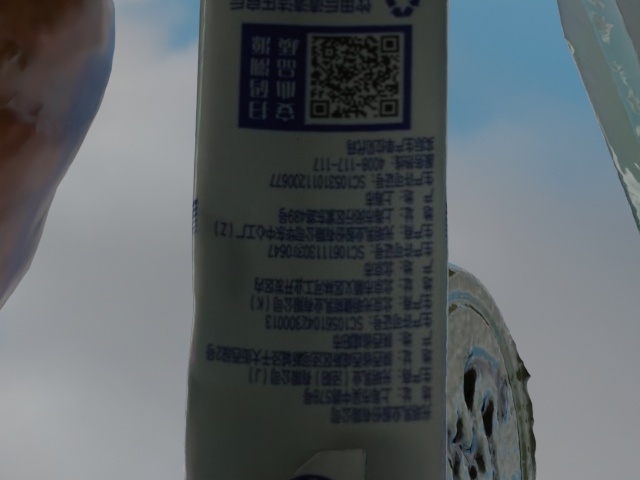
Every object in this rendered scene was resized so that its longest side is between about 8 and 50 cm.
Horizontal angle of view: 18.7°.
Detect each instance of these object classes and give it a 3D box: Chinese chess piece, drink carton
[{"bbox_3d":[0.046,0.131,1.146,0.101,0.250,0.250,-4,-158,25],"label":"Chinese chess piece"},{"bbox_3d":[0.000,0.000,0.809,0.106,0.130,0.315,1,-111,3],"label":"drink carton"}]

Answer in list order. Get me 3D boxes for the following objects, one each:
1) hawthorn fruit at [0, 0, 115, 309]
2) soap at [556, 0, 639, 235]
[{"bbox_3d":[-0.384,-0.116,1.235,0.471,0.472,0.472,6,-151,-3],"label":"hawthorn fruit"},{"bbox_3d":[0.192,-0.039,0.689,0.115,0.347,0.208,-32,-156,-15],"label":"soap"}]
